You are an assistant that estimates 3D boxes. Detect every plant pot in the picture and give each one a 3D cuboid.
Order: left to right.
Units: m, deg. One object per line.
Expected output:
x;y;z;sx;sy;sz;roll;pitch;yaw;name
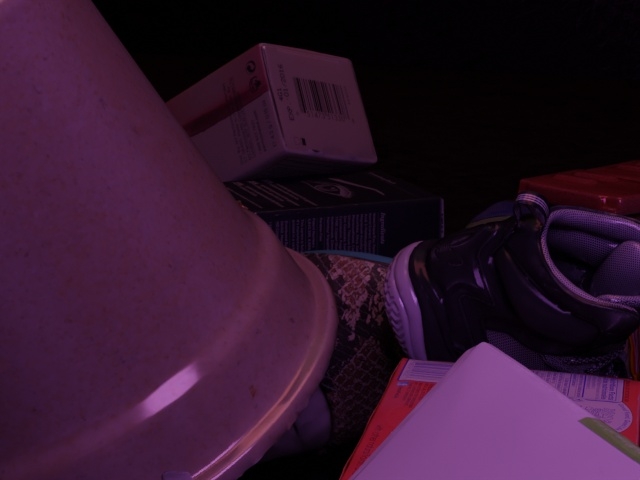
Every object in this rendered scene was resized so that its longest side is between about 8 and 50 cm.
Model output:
-0.200;-0.011;1.046;0.333;0.305;0.334;-20;29;12;plant pot

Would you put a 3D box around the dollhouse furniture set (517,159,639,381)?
0.316;0.071;1.207;0.152;0.201;0.374;-10;17;-37;dollhouse furniture set

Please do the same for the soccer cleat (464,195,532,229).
0.234;0.041;1.618;0.121;0.093;0.289;-37;33;-17;soccer cleat

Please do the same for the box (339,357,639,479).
0.092;0.176;0.886;0.154;0.142;0.300;3;14;10;box

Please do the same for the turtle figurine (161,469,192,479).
0.010;0.223;0.586;0.266;0.198;0.274;15;24;28;turtle figurine

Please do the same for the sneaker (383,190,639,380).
0.175;0.079;1.055;0.153;0.268;0.101;-34;20;41;sneaker

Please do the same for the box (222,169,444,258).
0.000;0.000;1.669;0.207;0.108;0.153;-4;14;-22;box

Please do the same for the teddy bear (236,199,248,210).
-0.180;-0.017;1.556;0.338;0.113;0.245;14;-25;51;teddy bear

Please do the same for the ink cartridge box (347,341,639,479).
0.143;0.185;0.603;0.115;0.273;0.198;-47;24;-4;ink cartridge box

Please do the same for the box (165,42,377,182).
-0.079;-0.102;1.795;0.232;0.127;0.148;-26;-19;38;box

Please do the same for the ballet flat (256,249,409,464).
-0.089;0.090;1.277;0.182;0.164;0.482;-36;27;-31;ballet flat
